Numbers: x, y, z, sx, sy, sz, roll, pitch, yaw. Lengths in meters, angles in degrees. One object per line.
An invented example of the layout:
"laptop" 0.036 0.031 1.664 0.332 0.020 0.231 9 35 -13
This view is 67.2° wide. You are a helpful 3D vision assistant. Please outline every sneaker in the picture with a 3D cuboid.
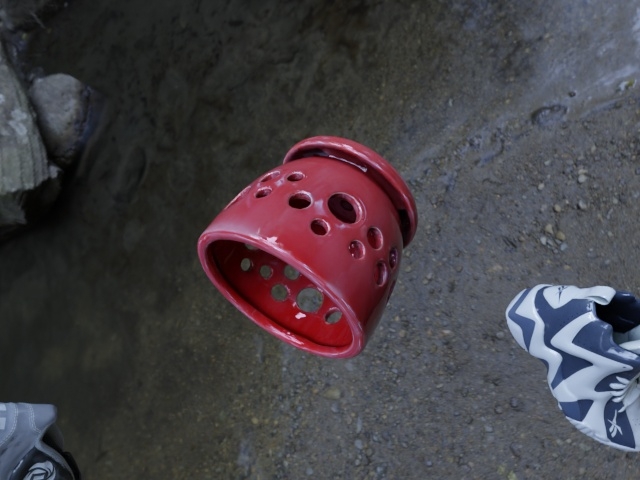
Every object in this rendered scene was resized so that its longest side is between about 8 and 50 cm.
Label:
"sneaker" -0.260 0.221 0.372 0.086 0.132 0.228 40 110 44
"sneaker" 0.333 0.139 0.525 0.235 0.094 0.153 57 152 1

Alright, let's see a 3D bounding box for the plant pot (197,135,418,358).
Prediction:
"plant pot" 0.000 0.000 0.502 0.191 0.191 0.174 13 54 37
